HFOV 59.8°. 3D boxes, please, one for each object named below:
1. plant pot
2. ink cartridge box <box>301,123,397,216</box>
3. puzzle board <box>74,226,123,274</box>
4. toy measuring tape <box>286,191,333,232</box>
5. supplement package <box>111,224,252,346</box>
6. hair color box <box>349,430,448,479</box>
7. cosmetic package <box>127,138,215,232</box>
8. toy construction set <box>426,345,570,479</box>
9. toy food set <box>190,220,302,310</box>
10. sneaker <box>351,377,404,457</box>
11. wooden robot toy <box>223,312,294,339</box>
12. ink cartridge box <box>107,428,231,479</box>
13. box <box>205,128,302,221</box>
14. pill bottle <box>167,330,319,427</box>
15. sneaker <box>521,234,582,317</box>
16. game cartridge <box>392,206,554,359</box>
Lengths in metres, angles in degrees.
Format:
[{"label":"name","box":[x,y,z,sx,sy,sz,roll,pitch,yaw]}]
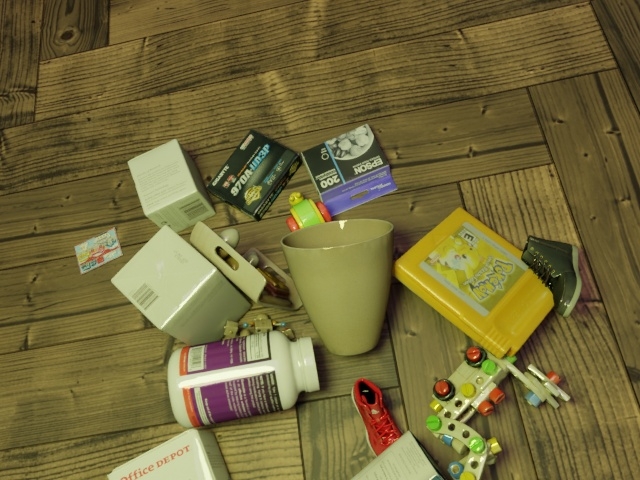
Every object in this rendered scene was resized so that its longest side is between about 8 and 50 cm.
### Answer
[{"label":"plant pot","box":[0.054,0.112,1.278,0.256,0.256,0.274,-6,104,7]},{"label":"ink cartridge box","box":[0.076,-0.192,1.520,0.206,0.045,0.208,-23,67,-1]},{"label":"puzzle board","box":[-0.627,0.028,1.568,0.128,0.011,0.096,-25,66,-2]},{"label":"toy measuring tape","box":[0.000,0.000,1.416,0.121,0.121,0.330,-29,66,-3]},{"label":"supplement package","box":[-0.314,0.128,1.318,0.177,0.293,0.175,37,78,21]},{"label":"hair color box","box":[0.100,0.562,1.109,0.347,0.174,0.105,-39,102,-1]},{"label":"cosmetic package","box":[-0.405,-0.142,1.524,0.151,0.151,0.184,-26,65,-1]},{"label":"toy construction set","box":[0.361,0.356,1.186,0.327,0.151,0.215,-34,42,-13]},{"label":"toy food set","box":[-0.152,0.059,1.320,0.219,0.306,0.092,38,92,21]},{"label":"sneaker","box":[0.126,0.404,1.219,0.087,0.128,0.221,-32,66,-4]},{"label":"wooden robot toy","box":[-0.153,0.217,1.388,0.173,0.076,0.079,1,27,-11]},{"label":"ink cartridge box","box":[-0.295,0.603,1.209,0.226,0.131,0.306,-27,64,-1]},{"label":"box","box":[-0.183,-0.184,1.557,0.175,0.051,0.220,31,76,20]},{"label":"pill bottle","box":[-0.170,0.309,1.270,0.323,0.181,0.181,-10,66,-3]},{"label":"sneaker","box":[0.512,0.079,1.256,0.118,0.083,0.222,17,40,8]},{"label":"game cartridge","box":[0.373,0.087,1.291,0.323,0.053,0.285,38,54,22]}]
